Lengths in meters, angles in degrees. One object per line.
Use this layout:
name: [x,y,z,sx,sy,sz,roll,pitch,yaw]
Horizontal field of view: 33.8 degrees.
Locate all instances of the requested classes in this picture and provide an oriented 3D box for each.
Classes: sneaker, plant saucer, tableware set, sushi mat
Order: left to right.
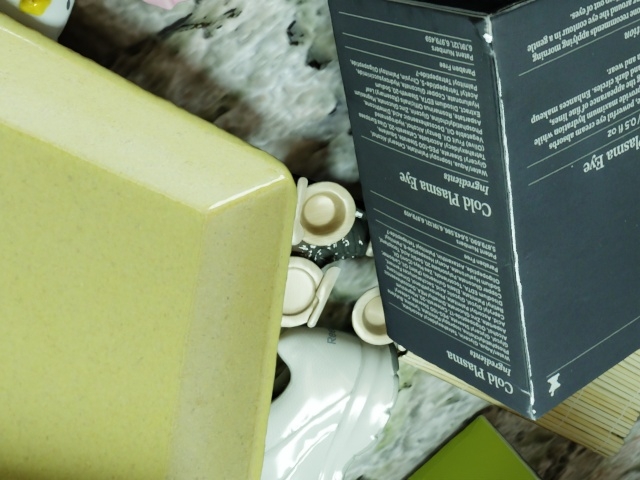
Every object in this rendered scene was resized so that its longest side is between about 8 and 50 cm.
plant saucer: [-0.172,0.052,0.713,0.333,0.081,0.332,26,64,-43]
sneaker: [-0.034,0.206,0.977,0.129,0.111,0.297,20,100,-10]
sneaker: [0.001,0.001,0.921,0.170,0.051,0.089,23,102,-22]
tableware set: [0.027,0.018,0.893,0.169,0.020,0.141,9,105,-18]
sushi mat: [0.236,0.116,1.073,0.316,0.019,0.151,27,99,-27]

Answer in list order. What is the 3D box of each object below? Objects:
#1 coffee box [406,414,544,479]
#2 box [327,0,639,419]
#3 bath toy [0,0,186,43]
coffee box: [0.185,0.449,1.010,0.338,0.337,0.334,-41,118,1]
box: [0.210,-0.092,0.834,0.343,0.179,0.312,-26,120,-27]
bath toy: [-0.086,-0.220,0.734,0.348,0.151,0.129,-19,101,-10]
